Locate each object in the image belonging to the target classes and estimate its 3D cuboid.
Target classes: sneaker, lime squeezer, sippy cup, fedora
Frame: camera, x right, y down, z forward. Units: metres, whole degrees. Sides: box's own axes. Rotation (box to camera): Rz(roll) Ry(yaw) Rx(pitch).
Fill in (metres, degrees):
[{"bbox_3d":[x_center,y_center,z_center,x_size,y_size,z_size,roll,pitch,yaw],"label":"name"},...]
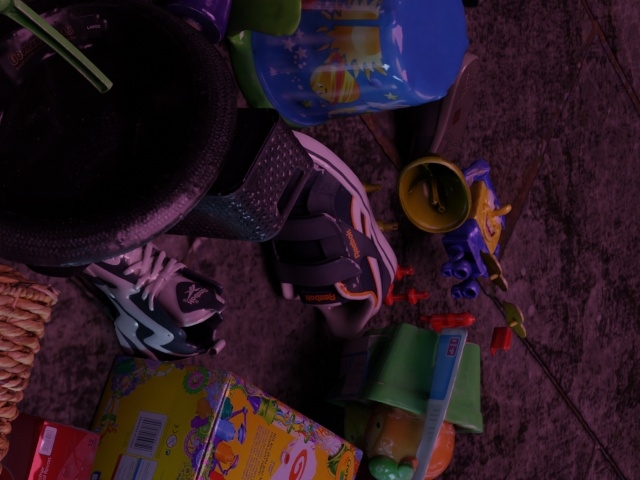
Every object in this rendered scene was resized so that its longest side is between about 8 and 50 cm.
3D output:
[{"bbox_3d":[0.000,0.000,1.811,0.321,0.126,0.127,53,48,-42],"label":"sneaker"},{"bbox_3d":[-0.173,0.039,1.570,0.094,0.153,0.235,-43,126,-43],"label":"sneaker"},{"bbox_3d":[-0.318,-0.215,1.297,0.310,0.059,0.110,11,46,-41],"label":"lime squeezer"},{"bbox_3d":[0.139,-0.189,2.018,0.083,0.118,0.222,-36,150,-45],"label":"sneaker"},{"bbox_3d":[0.046,-0.250,1.764,0.305,0.224,0.240,-44,126,-39],"label":"sippy cup"},{"bbox_3d":[-0.234,-0.083,1.437,0.334,0.334,0.152,-57,164,-31],"label":"fedora"}]

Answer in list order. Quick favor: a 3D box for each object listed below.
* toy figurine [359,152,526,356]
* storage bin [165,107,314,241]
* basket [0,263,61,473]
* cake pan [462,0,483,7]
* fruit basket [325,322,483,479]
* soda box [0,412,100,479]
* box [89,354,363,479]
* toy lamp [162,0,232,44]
[{"bbox_3d":[0.171,-0.034,2.020,0.363,0.191,0.217,61,32,-37],"label":"toy figurine"},{"bbox_3d":[-0.114,-0.075,1.612,0.084,0.180,0.122,52,55,-40],"label":"storage bin"},{"bbox_3d":[-0.412,0.098,1.233,0.299,0.213,0.223,13,96,-56],"label":"basket"},{"bbox_3d":[0.104,-0.381,1.797,0.054,0.293,0.293,-56,138,-1],"label":"cake pan"},{"bbox_3d":[0.072,0.280,1.835,0.165,0.327,0.353,24,79,-10],"label":"fruit basket"},{"bbox_3d":[-0.311,0.308,1.470,0.083,0.092,0.263,27,73,-49],"label":"soda box"},{"bbox_3d":[-0.129,0.318,1.638,0.279,0.177,0.290,38,64,-47],"label":"box"},{"bbox_3d":[-0.171,-0.181,1.612,0.080,0.080,0.275,45,60,-44],"label":"toy lamp"}]
